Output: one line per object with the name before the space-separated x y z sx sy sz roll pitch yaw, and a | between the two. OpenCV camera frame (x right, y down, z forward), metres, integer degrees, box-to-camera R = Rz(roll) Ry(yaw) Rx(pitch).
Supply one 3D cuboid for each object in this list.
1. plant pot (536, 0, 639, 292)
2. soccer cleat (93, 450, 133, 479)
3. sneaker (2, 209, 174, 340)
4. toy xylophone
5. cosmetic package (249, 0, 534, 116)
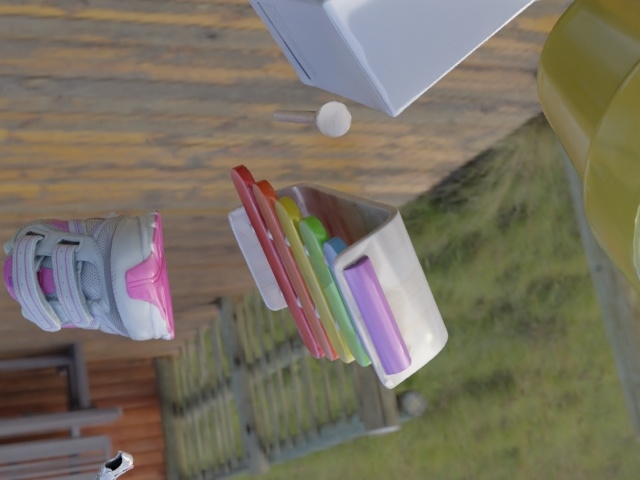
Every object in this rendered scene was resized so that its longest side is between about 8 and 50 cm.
plant pot | 0.297 -0.097 0.852 0.254 0.239 0.254 -11 126 -16
soccer cleat | -0.280 0.307 1.397 0.083 0.029 0.035 -43 142 -9
sneaker | -0.187 0.031 0.844 0.111 0.103 0.252 -8 -176 -24
toy xylophone | 0.000 0.000 0.939 0.081 0.236 0.323 -27 -172 -15
cosmetic package | 0.075 -0.258 1.066 0.224 0.138 0.225 -40 -152 -8
